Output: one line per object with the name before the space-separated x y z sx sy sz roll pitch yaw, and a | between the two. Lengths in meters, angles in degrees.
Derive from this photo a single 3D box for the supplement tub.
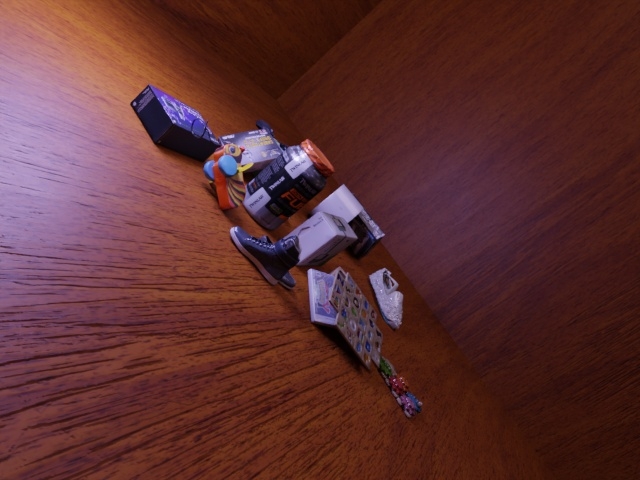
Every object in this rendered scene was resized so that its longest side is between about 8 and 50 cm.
supplement tub | -0.124 -0.216 1.769 0.207 0.338 0.207 46 16 -17

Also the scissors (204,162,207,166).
scissors | -0.395 -0.289 1.767 0.109 0.021 0.297 41 19 -30

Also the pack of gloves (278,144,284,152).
pack of gloves | -0.132 -0.384 2.150 0.195 0.046 0.232 50 14 -5

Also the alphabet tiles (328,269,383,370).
alphabet tiles | 0.132 0.281 1.644 0.342 0.011 0.285 55 27 -23

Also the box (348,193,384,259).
box | 0.202 -0.078 2.644 0.077 0.242 0.307 -25 73 -34

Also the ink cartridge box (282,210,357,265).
ink cartridge box | 0.000 0.000 1.873 0.121 0.211 0.289 56 16 14

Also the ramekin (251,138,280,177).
ramekin | -0.211 -0.339 2.196 0.303 0.148 0.303 46 15 -16

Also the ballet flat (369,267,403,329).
ballet flat | 0.356 0.281 2.416 0.147 0.147 0.408 42 17 -31

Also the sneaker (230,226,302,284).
sneaker | -0.161 0.008 1.459 0.226 0.163 0.086 48 16 -7

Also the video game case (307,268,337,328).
video game case | 0.039 0.211 1.623 0.184 0.023 0.201 20 48 -33

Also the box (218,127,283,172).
box | -0.294 -0.381 1.963 0.231 0.056 0.183 -17 60 -28

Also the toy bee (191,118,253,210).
toy bee | -0.301 -0.260 1.557 0.195 0.298 0.162 14 25 31

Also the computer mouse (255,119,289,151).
computer mouse | -0.205 -0.469 2.081 0.242 0.041 0.071 43 -5 18

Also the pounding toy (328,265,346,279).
pounding toy | 0.055 0.231 1.717 0.181 0.094 0.206 51 40 -1

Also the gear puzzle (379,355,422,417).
gear puzzle | 0.283 0.513 1.786 0.338 0.044 0.175 57 16 24

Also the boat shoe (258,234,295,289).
boat shoe | -0.143 0.072 1.543 0.206 0.065 0.075 50 14 -2

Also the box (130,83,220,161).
box | -0.490 -0.394 1.588 0.184 0.103 0.261 58 16 16

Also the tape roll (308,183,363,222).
tape roll | 0.083 -0.156 2.445 0.169 0.246 0.246 51 14 -4
